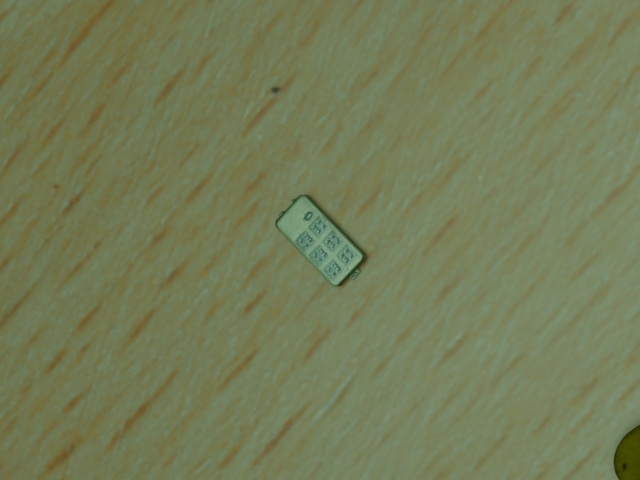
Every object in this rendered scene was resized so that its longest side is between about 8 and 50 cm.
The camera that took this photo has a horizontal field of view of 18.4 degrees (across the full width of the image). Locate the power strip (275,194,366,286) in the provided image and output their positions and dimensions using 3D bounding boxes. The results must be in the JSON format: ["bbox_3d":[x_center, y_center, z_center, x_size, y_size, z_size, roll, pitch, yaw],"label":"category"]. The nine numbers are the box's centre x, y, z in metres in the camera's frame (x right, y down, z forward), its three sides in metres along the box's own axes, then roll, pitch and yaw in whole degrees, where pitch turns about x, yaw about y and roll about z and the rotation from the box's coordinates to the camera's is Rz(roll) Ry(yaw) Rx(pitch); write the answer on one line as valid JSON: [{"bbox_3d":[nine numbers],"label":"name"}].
[{"bbox_3d":[0.000,0.000,1.768,0.090,0.016,0.040,46,101,11],"label":"power strip"}]

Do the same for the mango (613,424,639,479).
[{"bbox_3d":[0.322,0.194,1.652,0.161,0.076,0.103,12,99,23],"label":"mango"}]
